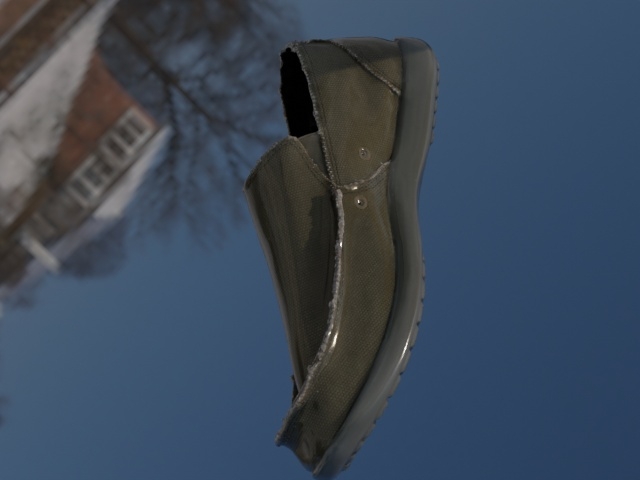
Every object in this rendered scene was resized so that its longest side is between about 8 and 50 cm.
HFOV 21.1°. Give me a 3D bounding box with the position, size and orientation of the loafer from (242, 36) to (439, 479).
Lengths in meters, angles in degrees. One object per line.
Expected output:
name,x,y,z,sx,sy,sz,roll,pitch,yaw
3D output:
loafer,0.000,0.000,0.833,0.094,0.087,0.251,116,-15,-51
